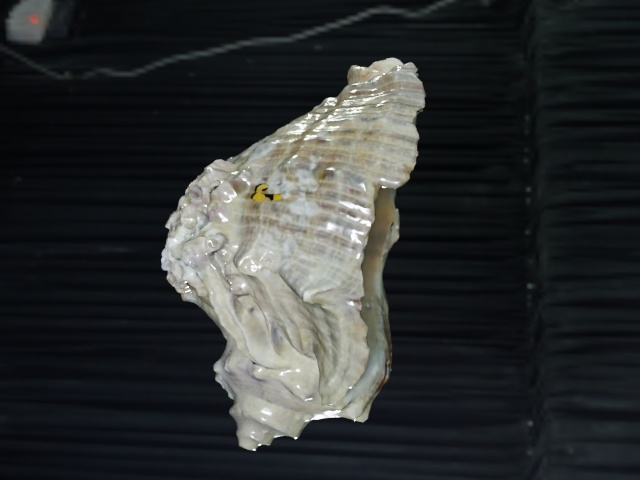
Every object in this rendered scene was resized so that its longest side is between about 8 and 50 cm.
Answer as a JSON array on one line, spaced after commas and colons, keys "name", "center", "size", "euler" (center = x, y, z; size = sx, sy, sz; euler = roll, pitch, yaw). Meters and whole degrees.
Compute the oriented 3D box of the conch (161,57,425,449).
[{"name": "conch", "center": [0.000, 0.000, 0.647], "size": [0.178, 0.163, 0.245], "euler": [4, 68, 60]}]
